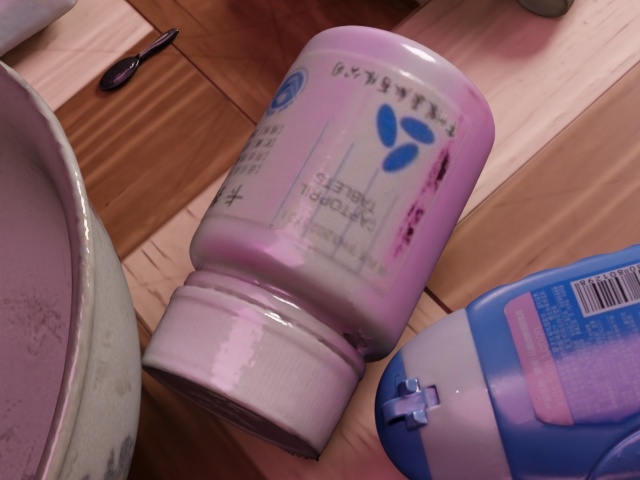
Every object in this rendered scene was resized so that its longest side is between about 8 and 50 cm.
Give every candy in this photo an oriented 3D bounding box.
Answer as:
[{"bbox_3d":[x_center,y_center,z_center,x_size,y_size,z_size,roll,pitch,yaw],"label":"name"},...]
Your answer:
[{"bbox_3d":[-0.311,-0.210,0.898,0.174,0.071,0.138,-37,60,-3],"label":"candy"}]

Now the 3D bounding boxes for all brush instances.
[{"bbox_3d":[-0.155,-0.155,0.862,0.083,0.008,0.024,-37,57,-4],"label":"brush"}]

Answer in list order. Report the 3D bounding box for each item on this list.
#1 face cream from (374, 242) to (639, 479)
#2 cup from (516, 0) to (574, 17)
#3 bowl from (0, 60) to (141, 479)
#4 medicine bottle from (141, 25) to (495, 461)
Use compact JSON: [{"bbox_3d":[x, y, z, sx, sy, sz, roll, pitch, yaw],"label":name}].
[{"bbox_3d":[0.161,0.082,0.608,0.264,0.083,0.149,-16,58,8],"label":"face cream"},{"bbox_3d":[0.175,-0.222,0.769,0.075,0.054,0.083,29,76,2],"label":"cup"},{"bbox_3d":[-0.251,0.115,0.627,0.435,0.196,0.434,-12,63,26],"label":"bowl"},{"bbox_3d":[0.000,0.000,0.657,0.152,0.152,0.254,21,70,24],"label":"medicine bottle"}]
